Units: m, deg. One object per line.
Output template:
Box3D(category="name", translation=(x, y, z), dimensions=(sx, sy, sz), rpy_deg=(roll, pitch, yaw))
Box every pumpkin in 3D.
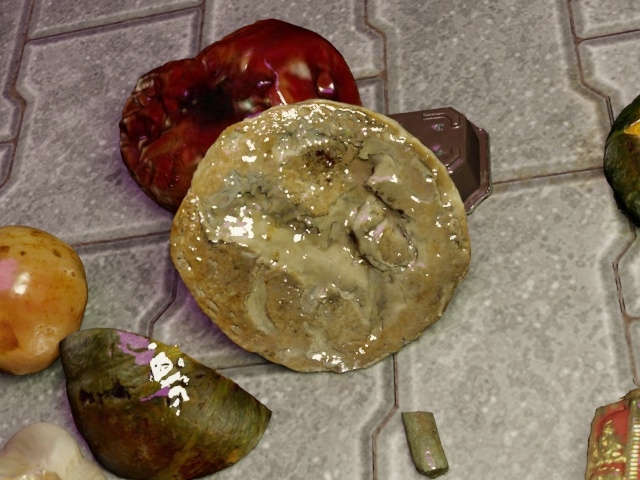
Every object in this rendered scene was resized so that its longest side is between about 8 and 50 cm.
Box3D(category="pumpkin", translation=(-0.242, 0.218, 1.361), dimensions=(0.312, 0.169, 0.148), rpy_deg=(4, 56, 21))
Box3D(category="pumpkin", translation=(0.489, -0.099, 1.345), dimensions=(0.238, 0.159, 0.238), rpy_deg=(-6, 64, 13))

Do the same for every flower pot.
Box3D(category="flower pot", translation=(0.121, -0.121, 1.527), dimensions=(0.251, 0.084, 0.178), rpy_deg=(-6, 55, 15))

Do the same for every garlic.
Box3D(category="garlic", translation=(-0.354, 0.373, 1.303), dimensions=(0.203, 0.185, 0.281), rpy_deg=(-26, 68, 37))

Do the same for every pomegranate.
Box3D(category="pomegranate", translation=(-0.433, 0.090, 1.497), dimensions=(0.215, 0.215, 0.215), rpy_deg=(-9, 55, 13))

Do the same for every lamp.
Box3D(category="lamp", translation=(0.364, 0.298, 1.118), dimensions=(0.177, 0.177, 0.274), rpy_deg=(3, 60, 20))

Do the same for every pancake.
Box3D(category="pancake", translation=(0.001, 0.000, 1.342), dimensions=(0.387, 0.387, 0.082), rpy_deg=(-22, 19, 3))

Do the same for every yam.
Box3D(category="yam", translation=(0.130, 0.251, 1.298), dimensions=(0.043, 0.043, 0.094), rpy_deg=(-17, 55, 7))

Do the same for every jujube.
Box3D(category="jujube", translation=(-0.119, -0.162, 1.493), dimensions=(0.377, 0.276, 0.276), rpy_deg=(-18, 45, 49))
